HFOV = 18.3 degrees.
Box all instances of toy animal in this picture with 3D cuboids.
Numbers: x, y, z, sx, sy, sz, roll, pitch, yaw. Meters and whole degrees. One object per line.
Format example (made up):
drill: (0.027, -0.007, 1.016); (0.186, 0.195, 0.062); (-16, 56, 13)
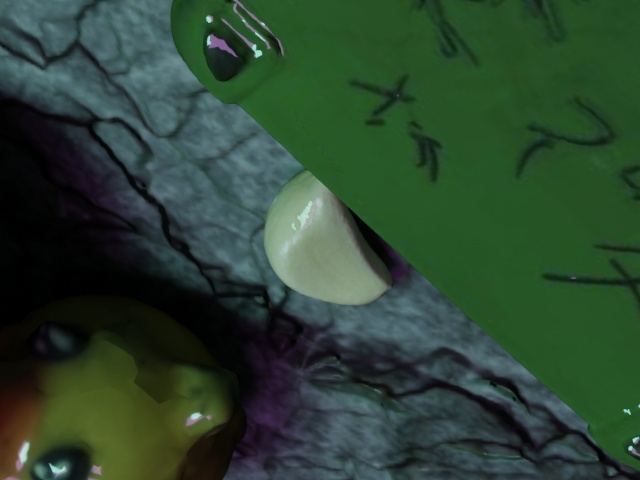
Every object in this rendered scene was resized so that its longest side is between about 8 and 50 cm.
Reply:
toy animal: (-0.155, 0.112, 1.058); (0.169, 0.195, 0.281); (11, 157, -43)

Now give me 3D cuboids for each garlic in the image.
garlic: (0.000, 0.000, 0.962); (0.053, 0.041, 0.083); (-19, 128, 23)

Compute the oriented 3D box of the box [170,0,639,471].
box: (0.117, -0.076, 0.734); (0.329, 0.177, 0.253); (43, 136, -14)
